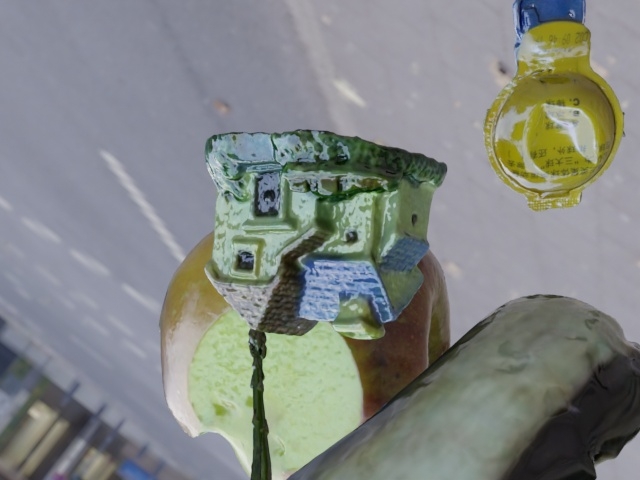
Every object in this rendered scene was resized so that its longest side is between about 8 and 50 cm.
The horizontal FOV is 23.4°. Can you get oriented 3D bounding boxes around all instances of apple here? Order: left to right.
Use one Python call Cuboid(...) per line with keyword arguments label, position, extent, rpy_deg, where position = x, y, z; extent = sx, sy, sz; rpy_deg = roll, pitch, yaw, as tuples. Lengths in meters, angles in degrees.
Cuboid(label="apple", position=(-0.023, 0.137, 1.860), extent=(0.374, 0.384, 0.374), rpy_deg=(9, 161, 3))

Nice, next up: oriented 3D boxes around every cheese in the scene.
Cuboid(label="cheese", position=(0.279, -0.164, 1.842), extent=(0.069, 0.176, 0.270), rpy_deg=(-112, 16, -68))

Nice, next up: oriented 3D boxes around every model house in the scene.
Cuboid(label="model house", position=(0.000, 0.000, 1.520), extent=(0.214, 0.189, 0.195), rpy_deg=(2, 175, 29))

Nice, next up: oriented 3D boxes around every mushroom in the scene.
Cuboid(label="mushroom", position=(0.082, 0.151, 1.074), extent=(0.130, 0.344, 0.247), rpy_deg=(55, 170, -9))

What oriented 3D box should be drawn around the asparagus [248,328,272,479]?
Cuboid(label="asparagus", position=(-0.063, 0.167, 1.564), extent=(0.022, 0.233, 0.023), rpy_deg=(7, 133, -11))
